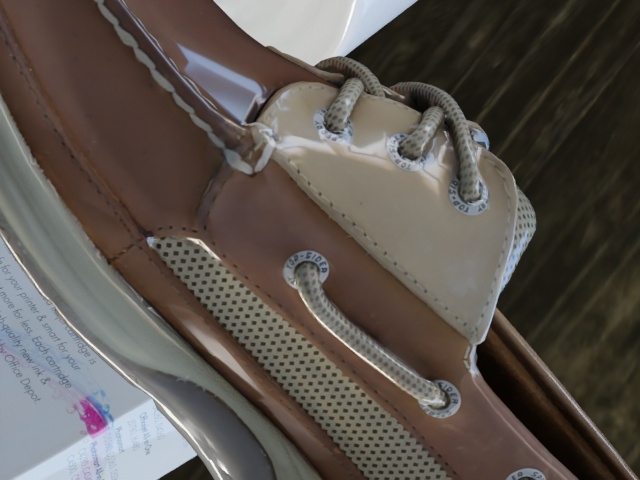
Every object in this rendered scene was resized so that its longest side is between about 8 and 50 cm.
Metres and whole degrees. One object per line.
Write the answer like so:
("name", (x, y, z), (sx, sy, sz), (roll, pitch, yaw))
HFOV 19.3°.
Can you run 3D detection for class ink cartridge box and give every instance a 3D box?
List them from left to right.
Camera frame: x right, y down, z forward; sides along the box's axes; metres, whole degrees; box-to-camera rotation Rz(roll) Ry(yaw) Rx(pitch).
("ink cartridge box", (-0.126, 0.053, 0.840), (0.231, 0.078, 0.134), (-29, -120, -19))

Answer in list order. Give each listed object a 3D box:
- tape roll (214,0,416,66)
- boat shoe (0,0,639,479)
("tape roll", (-0.051, -0.194, 0.643), (0.100, 0.286, 0.286), (-40, -88, -22))
("boat shoe", (0.000, 0.000, 0.521), (0.116, 0.123, 0.324), (-28, -66, 11))
